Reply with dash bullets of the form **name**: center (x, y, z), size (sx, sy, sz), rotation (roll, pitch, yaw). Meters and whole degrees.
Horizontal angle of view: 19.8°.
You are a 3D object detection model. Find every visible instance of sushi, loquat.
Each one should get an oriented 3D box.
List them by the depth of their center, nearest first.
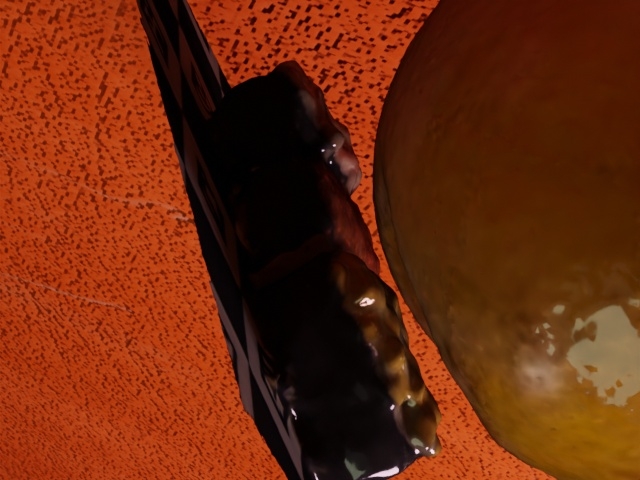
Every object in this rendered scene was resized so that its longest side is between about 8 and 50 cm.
- **loquat**: center (0.111, -0.010, 0.596), size (0.213, 0.213, 0.213), rotation (18, 153, 10)
- **sushi**: center (0.000, 0.000, 0.705), size (0.050, 0.290, 0.264), rotation (-21, 141, 4)
